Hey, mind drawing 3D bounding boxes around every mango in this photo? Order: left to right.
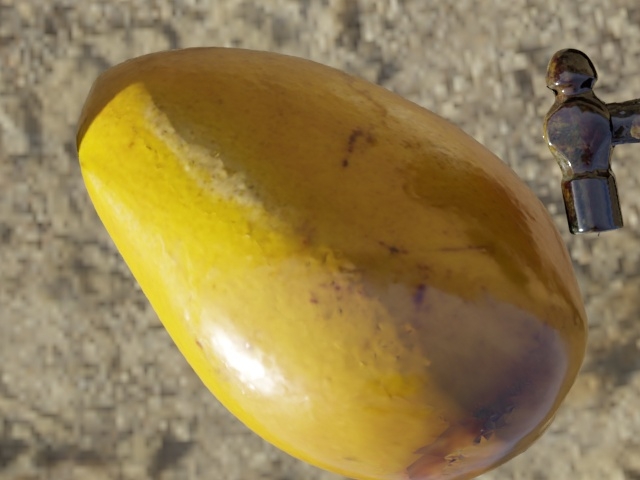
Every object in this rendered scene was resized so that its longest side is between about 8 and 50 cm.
[{"bbox_3d":[0.000,0.000,0.741,0.145,0.219,0.112,-38,159,-37],"label":"mango"}]

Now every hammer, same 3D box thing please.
[{"bbox_3d":[0.162,-0.040,0.657,0.178,0.065,0.021,-5,180,16],"label":"hammer"}]
